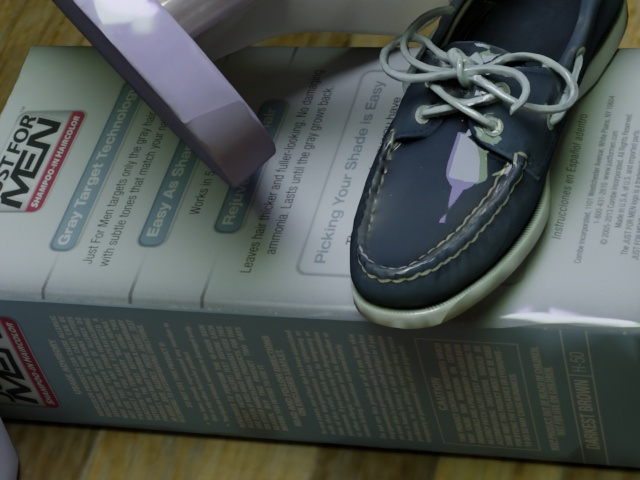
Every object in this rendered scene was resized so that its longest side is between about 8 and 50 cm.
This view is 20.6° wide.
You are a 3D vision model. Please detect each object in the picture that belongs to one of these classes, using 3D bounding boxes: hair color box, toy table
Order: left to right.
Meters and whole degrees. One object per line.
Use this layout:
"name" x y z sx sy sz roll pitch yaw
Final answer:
"toy table" -0.057 -0.156 0.854 0.161 0.252 0.274 -41 50 -2
"hair color box" 0.000 0.000 0.921 0.374 0.114 0.185 3 49 19

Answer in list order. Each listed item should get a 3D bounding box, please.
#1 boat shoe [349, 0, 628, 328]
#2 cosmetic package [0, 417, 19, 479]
"boat shoe" 0.080 -0.069 0.825 0.095 0.079 0.254 17 54 29
"cosmetic package" -0.389 0.168 0.829 0.453 0.161 0.230 -13 34 6
